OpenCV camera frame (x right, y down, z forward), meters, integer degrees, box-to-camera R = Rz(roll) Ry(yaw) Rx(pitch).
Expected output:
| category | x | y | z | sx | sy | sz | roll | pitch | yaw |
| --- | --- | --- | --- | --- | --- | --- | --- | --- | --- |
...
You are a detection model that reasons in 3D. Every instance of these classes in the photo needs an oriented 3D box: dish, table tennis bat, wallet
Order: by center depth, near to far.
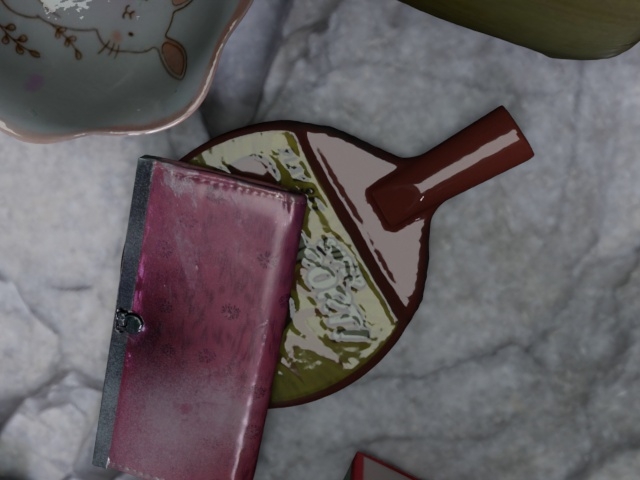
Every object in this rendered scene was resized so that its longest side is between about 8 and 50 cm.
| category | x | y | z | sx | sy | sz | roll | pitch | yaw |
| --- | --- | --- | --- | --- | --- | --- | --- | --- | --- |
| dish | -0.150 | -0.174 | 0.543 | 0.229 | 0.081 | 0.229 | 0 | 97 | 2 |
| wallet | -0.086 | 0.065 | 0.571 | 0.119 | 0.025 | 0.232 | 13 | 104 | 6 |
| table tennis bat | 0.000 | 0.000 | 0.577 | 0.310 | 0.038 | 0.200 | -29 | 95 | 13 |

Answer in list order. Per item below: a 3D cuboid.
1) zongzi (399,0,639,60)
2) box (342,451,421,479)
| category | x | y | z | sx | sy | sz | roll | pitch | yaw |
| --- | --- | --- | --- | --- | --- | --- | --- | --- | --- |
| zongzi | 0.052 | -0.153 | 0.418 | 0.447 | 0.181 | 0.418 | 40 | 61 | -1 |
| box | 0.082 | 0.372 | 0.483 | 0.300 | 0.314 | 0.312 | 25 | 100 | -1 |
